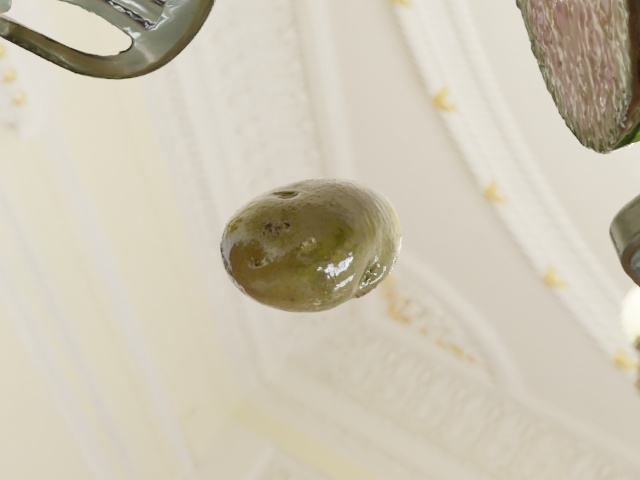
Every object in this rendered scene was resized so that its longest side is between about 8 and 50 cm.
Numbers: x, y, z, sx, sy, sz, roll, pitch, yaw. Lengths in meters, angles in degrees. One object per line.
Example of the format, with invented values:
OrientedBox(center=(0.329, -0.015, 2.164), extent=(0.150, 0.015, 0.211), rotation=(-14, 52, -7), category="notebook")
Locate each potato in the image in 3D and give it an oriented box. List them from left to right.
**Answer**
OrientedBox(center=(0.000, 0.000, 1.974), extent=(0.174, 0.251, 0.159), rotation=(37, -62, 27), category="potato")

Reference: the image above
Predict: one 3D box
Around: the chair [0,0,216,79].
OrientedBox(center=(-0.234, -0.237, 1.293), extent=(0.190, 0.203, 0.274), rotation=(32, 19, 37), category="chair")

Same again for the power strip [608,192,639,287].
OrientedBox(center=(0.372, 0.024, 1.327), extent=(0.193, 0.059, 0.265), rotation=(-36, -62, 20), category="power strip")

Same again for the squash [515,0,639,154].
OrientedBox(center=(0.309, -0.242, 1.216), extent=(0.310, 0.309, 0.310), rotation=(167, -90, -83), category="squash")
